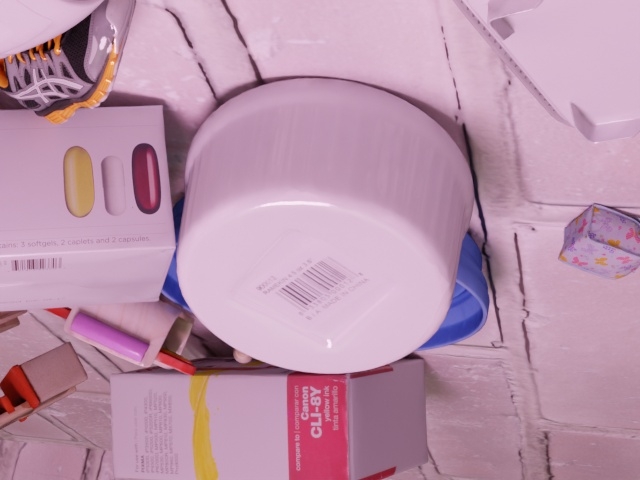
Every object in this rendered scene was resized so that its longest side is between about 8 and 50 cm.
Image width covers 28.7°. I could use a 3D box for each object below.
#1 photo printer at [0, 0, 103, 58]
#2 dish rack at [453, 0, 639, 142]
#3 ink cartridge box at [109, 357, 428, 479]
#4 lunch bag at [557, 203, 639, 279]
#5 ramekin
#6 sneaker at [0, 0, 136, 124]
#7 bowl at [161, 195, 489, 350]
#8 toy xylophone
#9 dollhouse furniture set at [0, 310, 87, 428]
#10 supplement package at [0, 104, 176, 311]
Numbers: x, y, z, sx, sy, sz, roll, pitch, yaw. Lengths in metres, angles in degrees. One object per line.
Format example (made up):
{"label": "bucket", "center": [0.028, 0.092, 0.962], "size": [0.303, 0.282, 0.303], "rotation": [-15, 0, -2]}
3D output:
{"label": "photo printer", "center": [-0.314, -0.224, 0.860], "size": [0.256, 0.107, 0.307], "rotation": [-8, 154, 36]}
{"label": "dish rack", "center": [0.266, -0.157, 0.867], "size": [0.333, 0.072, 0.285], "rotation": [-7, 153, 32]}
{"label": "ink cartridge box", "center": [-0.073, 0.255, 1.803], "size": [0.384, 0.160, 0.279], "rotation": [-3, 179, 26]}
{"label": "lunch bag", "center": [0.298, 0.004, 1.284], "size": [0.083, 0.053, 0.071], "rotation": [21, 155, -6]}
{"label": "ramekin", "center": [0.000, 0.000, 1.148], "size": [0.277, 0.135, 0.277], "rotation": [5, 137, 4]}
{"label": "sneaker", "center": [-0.218, -0.155, 1.040], "size": [0.083, 0.084, 0.215], "rotation": [25, 155, -24]}
{"label": "bowl", "center": [0.001, 0.034, 1.439], "size": [0.391, 0.077, 0.391], "rotation": [8, 158, 3]}
{"label": "toy xylophone", "center": [-0.211, 0.120, 1.604], "size": [0.236, 0.081, 0.323], "rotation": [23, 174, 10]}
{"label": "dollhouse furniture set", "center": [-0.392, 0.085, 1.452], "size": [0.135, 0.259, 0.262], "rotation": [-25, 173, -28]}
{"label": "supplement package", "center": [-0.284, -0.025, 1.212], "size": [0.262, 0.145, 0.204], "rotation": [-4, 164, -14]}
